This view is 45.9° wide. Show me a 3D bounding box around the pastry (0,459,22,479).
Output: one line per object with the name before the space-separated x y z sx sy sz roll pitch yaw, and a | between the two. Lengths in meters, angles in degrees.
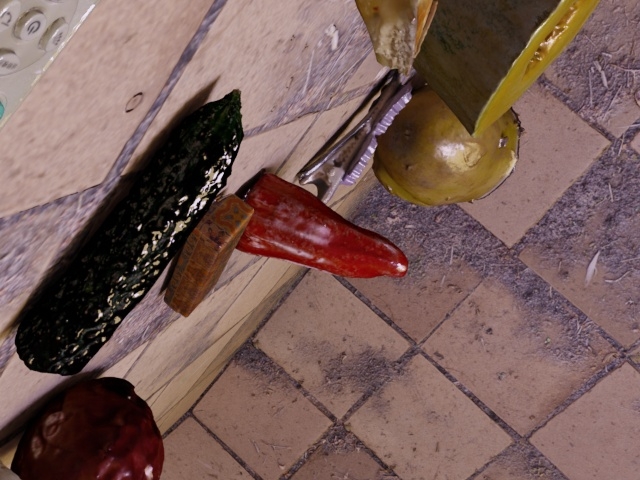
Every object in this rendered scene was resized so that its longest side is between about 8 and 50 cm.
pastry | -0.395 0.294 0.750 0.192 0.093 0.182 -44 176 -4

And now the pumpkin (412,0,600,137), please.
pumpkin | 0.254 -0.331 1.072 0.332 0.199 0.332 -49 168 -14

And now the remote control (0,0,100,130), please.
remote control | -0.151 -0.072 0.306 0.221 0.042 0.078 -48 176 9

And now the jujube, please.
jujube | -0.299 0.289 1.003 0.197 0.197 0.290 -49 -170 7

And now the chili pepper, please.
chili pepper | 0.000 0.000 1.058 0.144 0.253 0.136 116 -3 -47

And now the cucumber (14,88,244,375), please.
cucumber | -0.156 -0.005 0.650 0.300 0.072 0.072 -50 175 13

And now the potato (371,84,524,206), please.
potato | 0.205 -0.213 1.617 0.296 0.290 0.397 -4 -175 -42

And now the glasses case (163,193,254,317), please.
glasses case | -0.153 0.023 0.994 0.075 0.049 0.218 -53 179 -35

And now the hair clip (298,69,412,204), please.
hair clip | 0.071 -0.183 1.267 0.292 0.084 0.106 -53 -167 0

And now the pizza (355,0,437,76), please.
pizza | 0.072 -0.263 0.628 0.204 0.080 0.188 88 21 -69
